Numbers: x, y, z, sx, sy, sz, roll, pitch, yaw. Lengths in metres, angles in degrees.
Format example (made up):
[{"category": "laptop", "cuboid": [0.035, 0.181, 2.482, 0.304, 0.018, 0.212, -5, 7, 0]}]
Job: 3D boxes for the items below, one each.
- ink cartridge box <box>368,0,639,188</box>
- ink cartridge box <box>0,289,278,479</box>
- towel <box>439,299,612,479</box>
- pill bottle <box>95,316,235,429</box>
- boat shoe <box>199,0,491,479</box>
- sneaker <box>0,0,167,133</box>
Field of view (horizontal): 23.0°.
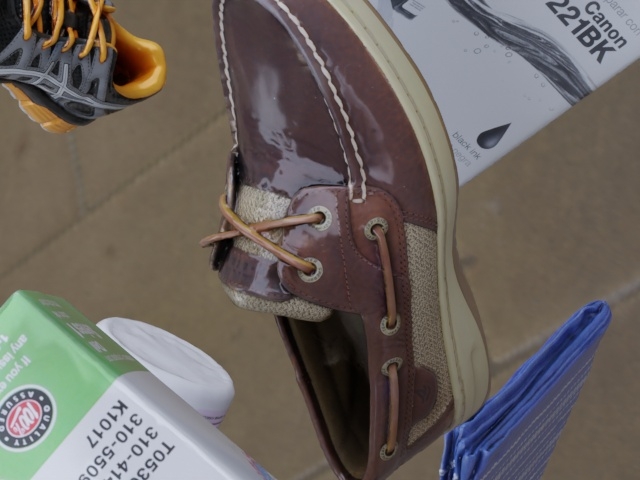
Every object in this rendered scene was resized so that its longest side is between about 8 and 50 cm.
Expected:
[{"category": "ink cartridge box", "cuboid": [0.105, -0.175, 1.109, 0.273, 0.197, 0.114, -37, 28, 22]}, {"category": "ink cartridge box", "cuboid": [-0.094, 0.188, 0.754, 0.278, 0.117, 0.201, 40, 87, 4]}, {"category": "towel", "cuboid": [0.144, 0.220, 1.378, 0.040, 0.243, 0.336, 33, 134, 20]}, {"category": "pill bottle", "cuboid": [-0.228, 0.248, 1.677, 0.169, 0.169, 0.301, 37, 102, 43]}, {"category": "boat shoe", "cuboid": [0.000, 0.000, 0.889, 0.123, 0.342, 0.123, 20, 49, 42]}, {"category": "sneaker", "cuboid": [-0.164, -0.125, 0.933, 0.083, 0.215, 0.084, -9, 78, 17]}]
